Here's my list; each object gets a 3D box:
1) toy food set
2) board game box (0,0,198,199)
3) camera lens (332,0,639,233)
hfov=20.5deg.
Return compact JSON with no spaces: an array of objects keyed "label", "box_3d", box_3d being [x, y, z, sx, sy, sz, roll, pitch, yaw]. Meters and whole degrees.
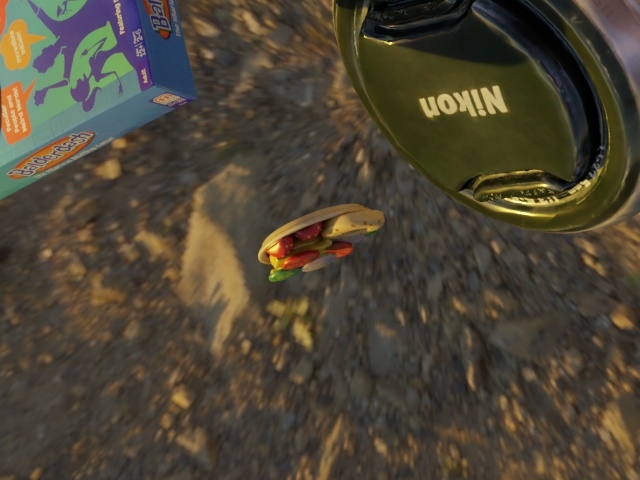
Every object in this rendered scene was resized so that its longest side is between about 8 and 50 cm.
[{"label":"toy food set","box_3d":[0.000,0.000,1.142,0.083,0.082,0.020,-19,75,-11]},{"label":"board game box","box_3d":[-0.188,-0.128,1.177,0.210,0.047,0.160,-25,69,31]},{"label":"camera lens","box_3d":[0.158,-0.155,1.006,0.219,0.219,0.274,46,59,-2]}]
